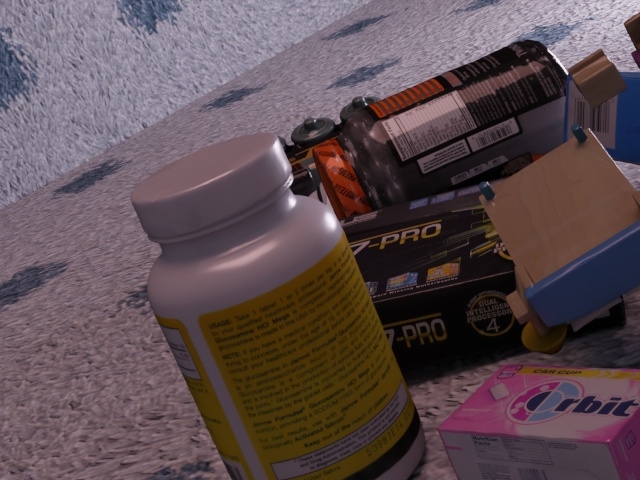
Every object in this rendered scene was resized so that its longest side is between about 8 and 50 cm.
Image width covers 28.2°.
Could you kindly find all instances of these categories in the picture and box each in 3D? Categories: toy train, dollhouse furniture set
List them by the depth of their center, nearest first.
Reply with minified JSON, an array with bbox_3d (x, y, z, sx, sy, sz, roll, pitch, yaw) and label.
[{"bbox_3d":[0.302,-0.029,1.252,0.303,0.198,0.286,-33,34,8],"label":"dollhouse furniture set"},{"bbox_3d":[0.018,-0.117,2.044,0.334,0.142,0.190,-23,29,-8],"label":"toy train"}]

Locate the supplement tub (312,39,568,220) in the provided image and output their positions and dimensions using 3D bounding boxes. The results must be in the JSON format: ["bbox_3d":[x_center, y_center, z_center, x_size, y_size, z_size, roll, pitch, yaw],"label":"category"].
[{"bbox_3d":[0.173,-0.116,1.704,0.338,0.207,0.207,-24,17,-3],"label":"supplement tub"}]

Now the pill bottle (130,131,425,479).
[{"bbox_3d":[-0.043,0.080,1.169,0.188,0.334,0.188,-20,18,7],"label":"pill bottle"}]

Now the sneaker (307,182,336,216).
[{"bbox_3d":[0.000,0.000,1.811,0.095,0.090,0.235,-41,15,19],"label":"sneaker"}]

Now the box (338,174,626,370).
[{"bbox_3d":[0.135,0.037,1.456,0.395,0.097,0.318,-14,17,14],"label":"box"}]

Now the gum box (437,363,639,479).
[{"bbox_3d":[0.201,0.160,1.086,0.188,0.062,0.107,-4,25,46],"label":"gum box"}]

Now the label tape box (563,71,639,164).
[{"bbox_3d":[0.497,-0.148,1.519,0.334,0.106,0.240,-3,11,-19],"label":"label tape box"}]
